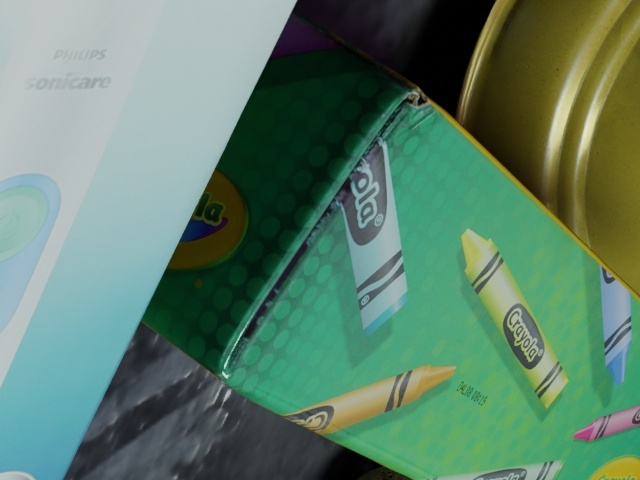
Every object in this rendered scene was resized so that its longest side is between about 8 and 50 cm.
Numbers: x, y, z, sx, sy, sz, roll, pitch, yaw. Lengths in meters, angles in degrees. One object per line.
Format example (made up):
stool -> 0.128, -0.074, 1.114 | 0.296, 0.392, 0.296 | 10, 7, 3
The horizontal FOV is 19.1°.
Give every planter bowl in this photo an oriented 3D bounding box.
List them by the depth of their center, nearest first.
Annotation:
planter bowl -> 0.161, -0.041, 0.721 | 0.217, 0.090, 0.217 | -19, 124, -30

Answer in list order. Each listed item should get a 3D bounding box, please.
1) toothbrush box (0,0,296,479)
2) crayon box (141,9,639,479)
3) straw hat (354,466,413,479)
toothbrush box -> -0.121, -0.057, 0.331 | 0.216, 0.126, 0.295 | -3, 130, -46
crayon box -> 0.000, 0.000, 0.566 | 0.081, 0.165, 0.278 | -56, 149, 0
straw hat -> 0.035, 0.127, 0.824 | 0.061, 0.144, 0.144 | -5, 135, -2
